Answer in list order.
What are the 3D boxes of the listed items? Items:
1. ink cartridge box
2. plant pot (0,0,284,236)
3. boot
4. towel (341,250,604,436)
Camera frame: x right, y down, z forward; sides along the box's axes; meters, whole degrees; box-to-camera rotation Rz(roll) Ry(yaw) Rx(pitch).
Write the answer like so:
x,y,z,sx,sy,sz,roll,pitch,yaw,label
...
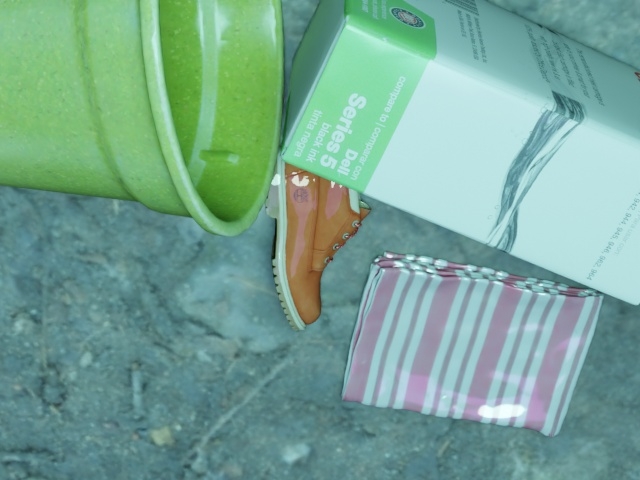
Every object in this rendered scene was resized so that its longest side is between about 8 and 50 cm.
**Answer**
x,y,z,sx,sy,sz,roll,pitch,yaw,label
0.120,-0.088,1.029,0.273,0.198,0.115,23,115,-9,ink cartridge box
-0.182,-0.138,1.000,0.254,0.276,0.276,-1,117,15,plant pot
0.000,0.000,1.156,0.084,0.059,0.158,-4,115,-2,boot
0.125,0.091,1.211,0.197,0.029,0.144,10,117,-4,towel
